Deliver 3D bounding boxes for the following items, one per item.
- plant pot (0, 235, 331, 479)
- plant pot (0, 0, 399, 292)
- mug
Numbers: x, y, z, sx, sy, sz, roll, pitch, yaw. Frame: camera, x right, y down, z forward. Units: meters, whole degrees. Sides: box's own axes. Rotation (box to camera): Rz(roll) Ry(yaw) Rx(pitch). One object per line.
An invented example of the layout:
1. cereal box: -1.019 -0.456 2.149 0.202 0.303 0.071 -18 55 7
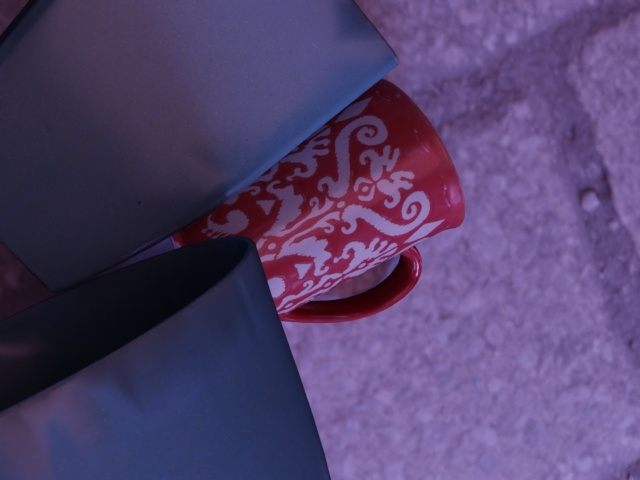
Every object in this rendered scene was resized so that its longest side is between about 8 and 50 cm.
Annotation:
1. plant pot: -0.120 0.165 0.671 0.293 0.293 0.235 -27 99 -18
2. plant pot: -0.111 -0.091 0.740 0.234 0.165 0.165 -44 108 -7
3. mug: 0.002 -0.001 0.817 0.169 0.113 0.150 -30 102 -14
